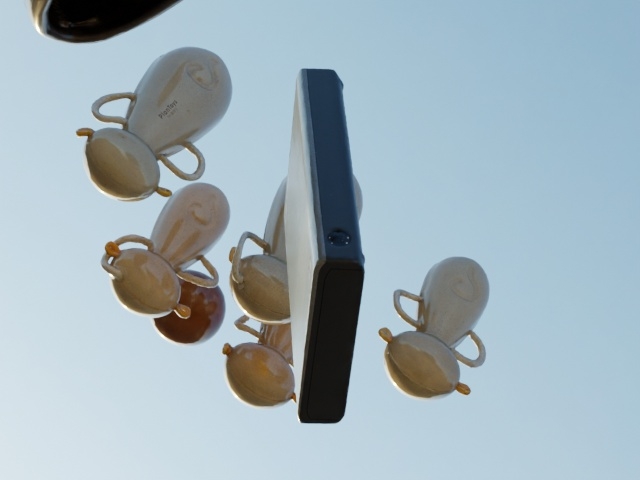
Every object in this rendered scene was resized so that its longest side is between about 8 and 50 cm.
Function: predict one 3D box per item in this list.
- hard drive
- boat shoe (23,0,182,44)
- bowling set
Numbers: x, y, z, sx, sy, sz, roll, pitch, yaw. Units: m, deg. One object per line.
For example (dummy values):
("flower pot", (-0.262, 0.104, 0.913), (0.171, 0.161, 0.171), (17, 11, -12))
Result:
("hard drive", (0.000, 0.000, 0.690), (0.022, 0.135, 0.094), (2, -50, -6))
("boat shoe", (0.002, -0.170, 0.579), (0.355, 0.132, 0.130), (-22, -107, 44))
("bowling set", (-0.051, 0.039, 0.993), (0.287, 0.154, 0.200), (36, -54, -3))
